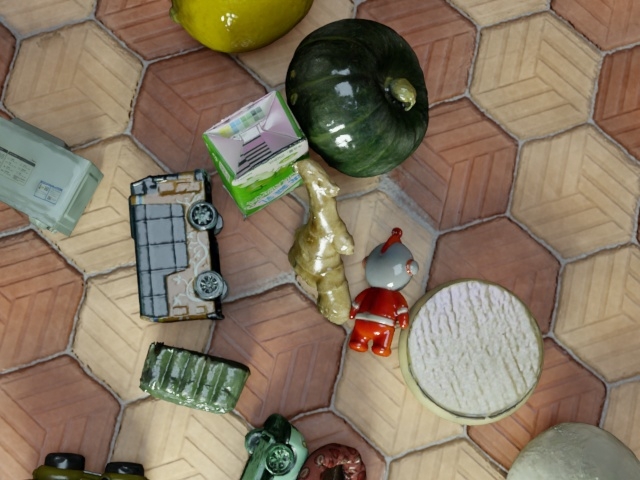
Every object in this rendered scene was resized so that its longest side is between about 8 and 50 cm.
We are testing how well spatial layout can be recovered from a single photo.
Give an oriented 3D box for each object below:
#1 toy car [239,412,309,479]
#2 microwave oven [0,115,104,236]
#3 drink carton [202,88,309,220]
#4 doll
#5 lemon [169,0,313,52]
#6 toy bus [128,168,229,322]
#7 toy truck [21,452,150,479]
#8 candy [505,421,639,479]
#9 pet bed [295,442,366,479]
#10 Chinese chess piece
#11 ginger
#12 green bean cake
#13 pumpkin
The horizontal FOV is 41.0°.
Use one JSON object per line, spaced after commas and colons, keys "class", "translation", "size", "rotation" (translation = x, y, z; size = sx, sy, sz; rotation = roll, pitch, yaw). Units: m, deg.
{"class": "toy car", "translation": [-0.099, 0.468, 1.531], "size": [0.125, 0.136, 0.306], "rotation": [24, 82, -20]}
{"class": "microwave oven", "translation": [-0.536, -0.121, 1.601], "size": [0.208, 0.122, 0.162], "rotation": [27, 81, 1]}
{"class": "drink carton", "translation": [-0.109, -0.146, 1.544], "size": [0.161, 0.271, 0.108], "rotation": [-31, 79, -5]}
{"class": "doll", "translation": [0.118, 0.092, 1.606], "size": [0.142, 0.076, 0.245], "rotation": [4, 72, 39]}
{"class": "lemon", "translation": [-0.137, -0.485, 1.608], "size": [0.319, 0.245, 0.245], "rotation": [-28, 84, -7]}
{"class": "toy bus", "translation": [-0.262, 0.014, 1.586], "size": [0.167, 0.138, 0.275], "rotation": [-5, 84, -1]}
{"class": "toy truck", "translation": [-0.414, 0.459, 1.500], "size": [0.224, 0.165, 0.148], "rotation": [6, 81, -1]}
{"class": "candy", "translation": [0.460, 0.471, 1.521], "size": [0.295, 0.185, 0.296], "rotation": [1, 81, -8]}
{"class": "pet bed", "translation": [0.013, 0.454, 1.514], "size": [0.053, 0.201, 0.201], "rotation": [9, 79, 38]}
{"class": "Chinese chess piece", "translation": [0.278, 0.204, 1.588], "size": [0.269, 0.112, 0.270], "rotation": [0, 81, -2]}
{"class": "ginger", "translation": [0.000, 0.000, 1.571], "size": [0.081, 0.334, 0.148], "rotation": [-24, 40, -32]}
{"class": "green bean cake", "translation": [-0.222, 0.247, 1.533], "size": [0.181, 0.173, 0.094], "rotation": [16, 83, -1]}
{"class": "pumpkin", "translation": [0.075, -0.262, 1.564], "size": [0.207, 0.300, 0.300], "rotation": [-9, 76, 42]}
